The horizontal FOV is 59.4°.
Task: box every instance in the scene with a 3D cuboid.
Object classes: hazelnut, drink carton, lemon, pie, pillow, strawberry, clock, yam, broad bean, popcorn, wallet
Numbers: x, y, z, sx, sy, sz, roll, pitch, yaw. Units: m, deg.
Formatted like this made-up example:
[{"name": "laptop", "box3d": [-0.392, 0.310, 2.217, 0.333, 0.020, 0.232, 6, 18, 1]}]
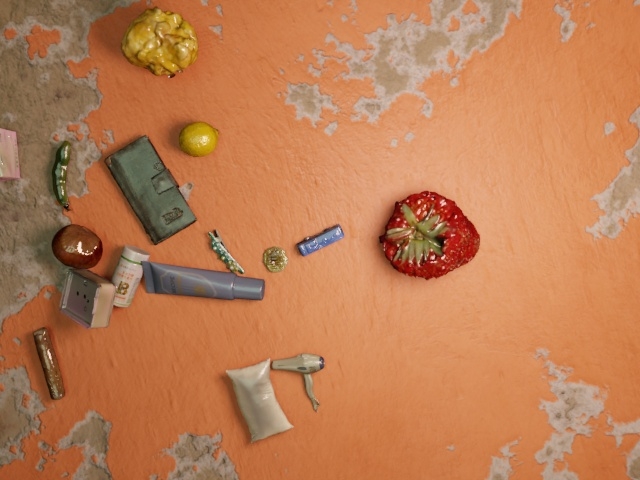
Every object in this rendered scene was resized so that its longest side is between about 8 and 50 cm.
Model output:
[{"name": "hazelnut", "box3d": [-0.765, 0.027, 1.761, 0.154, 0.143, 0.143, 29, 95, -16]}, {"name": "drink carton", "box3d": [-1.108, -0.262, 1.770, 0.271, 0.108, 0.161, -4, 93, 4]}, {"name": "lemon", "box3d": [-0.375, -0.311, 1.728, 0.133, 0.109, 0.109, -25, 92, -12]}, {"name": "pie", "box3d": [-0.143, 0.061, 1.783, 0.084, 0.020, 0.084, 0, 93, 3]}, {"name": "pillow", "box3d": [-0.192, 0.506, 1.785, 0.144, 0.078, 0.254, -19, 95, 0]}, {"name": "strawberry", "box3d": [0.329, -0.006, 1.674, 0.261, 0.257, 0.261, -5, 79, 27]}, {"name": "clock", "box3d": [-0.728, 0.181, 1.751, 0.192, 0.071, 0.147, 16, 95, 38]}, {"name": "yam", "box3d": [-0.885, 0.401, 1.827, 0.056, 0.057, 0.241, -13, 93, 4]}, {"name": "broad bean", "box3d": [-0.824, -0.205, 1.794, 0.069, 0.039, 0.227, -1, 94, 9]}, {"name": "popcorn", "box3d": [-0.478, -0.576, 1.654, 0.190, 0.253, 0.191, -41, 111, -32]}, {"name": "wallet", "box3d": [-0.538, -0.159, 1.778, 0.169, 0.044, 0.317, -30, 92, 3]}]

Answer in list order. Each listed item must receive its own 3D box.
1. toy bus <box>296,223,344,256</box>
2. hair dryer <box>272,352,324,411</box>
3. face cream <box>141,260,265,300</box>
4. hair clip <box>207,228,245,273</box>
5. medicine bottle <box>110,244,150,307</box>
[{"name": "toy bus", "box3d": [0.000, 0.000, 1.752, 0.153, 0.061, 0.051, -25, 97, 3]}, {"name": "hair dryer", "box3d": [-0.074, 0.447, 1.800, 0.167, 0.067, 0.199, 9, 109, 11]}, {"name": "face cream", "box3d": [-0.369, 0.136, 1.767, 0.385, 0.086, 0.136, 6, 127, 3]}, {"name": "hair clip", "box3d": [-0.305, 0.043, 1.784, 0.049, 0.049, 0.173, -35, 92, 5]}, {"name": "medicine bottle", "box3d": [-0.613, 0.114, 1.779, 0.086, 0.086, 0.183, 23, 95, 1]}]
